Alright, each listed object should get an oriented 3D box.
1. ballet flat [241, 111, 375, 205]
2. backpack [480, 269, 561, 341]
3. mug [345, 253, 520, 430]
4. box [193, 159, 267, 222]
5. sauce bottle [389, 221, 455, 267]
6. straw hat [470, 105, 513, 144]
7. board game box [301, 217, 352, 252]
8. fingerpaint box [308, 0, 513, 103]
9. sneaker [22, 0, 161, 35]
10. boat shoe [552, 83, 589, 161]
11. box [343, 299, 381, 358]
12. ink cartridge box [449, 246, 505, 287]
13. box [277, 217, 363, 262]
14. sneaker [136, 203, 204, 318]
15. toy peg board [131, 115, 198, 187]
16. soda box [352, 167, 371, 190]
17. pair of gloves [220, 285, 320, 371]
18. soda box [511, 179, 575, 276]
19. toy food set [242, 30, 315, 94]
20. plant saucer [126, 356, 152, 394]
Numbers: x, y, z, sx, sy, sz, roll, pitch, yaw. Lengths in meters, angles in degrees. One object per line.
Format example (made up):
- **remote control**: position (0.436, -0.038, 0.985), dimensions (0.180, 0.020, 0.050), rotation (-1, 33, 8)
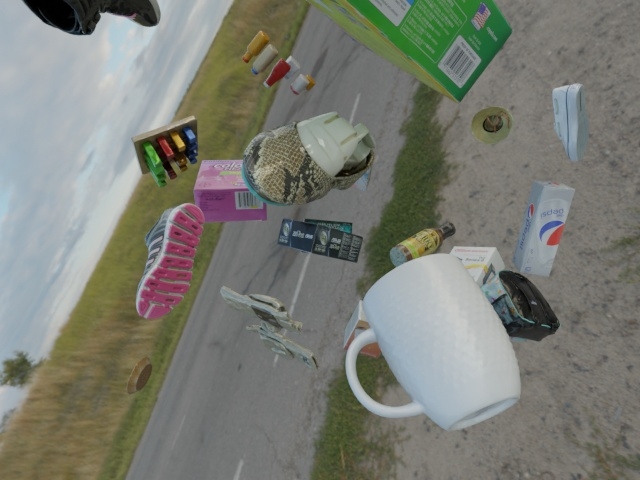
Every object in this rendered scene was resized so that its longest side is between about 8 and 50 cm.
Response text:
- **ballet flat**: position (0.017, -0.183, 0.848), dimensions (0.182, 0.163, 0.483), rotation (-31, -2, 22)
- **backpack**: position (0.529, 0.179, 1.117), dimensions (0.144, 0.166, 0.188), rotation (124, 148, -44)
- **mug**: position (0.240, 0.258, 0.935), dimensions (0.375, 0.276, 0.327), rotation (-22, 53, -3)
- **box**: position (-0.285, -0.168, 1.332), dimensions (0.243, 0.214, 0.117), rotation (-104, 14, -58)
- **sauce bottle**: position (0.462, 0.010, 1.807), dimensions (0.345, 0.111, 0.111), rotation (-28, 5, -28)
- **straw hat**: position (0.617, -0.418, 1.449), dimensions (0.144, 0.144, 0.061), rotation (-38, 5, 48)
- **board game box**: position (0.022, -0.012, 1.499), dimensions (0.026, 0.187, 0.126), rotation (-160, 74, -73)
- **fingerpaint box**: position (0.068, -0.465, 0.702), dimensions (0.163, 0.445, 0.371), rotation (-55, 50, 20)
- **sneaker**: position (-0.374, -0.390, 0.669), dimensions (0.296, 0.105, 0.146), rotation (2, -84, -80)
- **boat shoe**: position (0.709, -0.335, 1.164), dimensions (0.083, 0.226, 0.076), rotation (-34, 31, -25)
- **box**: position (0.167, 0.307, 1.400), dimensions (0.091, 0.130, 0.170), rotation (-79, 6, -52)
- **ink cartridge box**: position (0.455, 0.120, 1.281), dimensions (0.212, 0.093, 0.154), rotation (-47, 27, -27)
- **box**: position (0.000, 0.000, 1.114), dimensions (0.147, 0.180, 0.077), rotation (13, 89, 48)
- **sneaker**: position (-0.220, 0.025, 0.582), dimensions (0.075, 0.063, 0.170), rotation (18, 90, 51)
- **toy peg board**: position (-0.375, -0.215, 1.039), dimensions (0.161, 0.079, 0.161), rotation (-29, -9, -23)
- **soda box**: position (0.152, -0.246, 1.499), dimensions (0.183, 0.063, 0.058), rotation (77, -148, -75)
- **pair of gloves**: position (-0.108, 0.195, 0.932), dimensions (0.204, 0.240, 0.042), rotation (11, 50, 35)
- **soda box**: position (0.691, -0.037, 1.275), dimensions (0.098, 0.091, 0.286), rotation (-64, -19, -69)
- **toy food set**: position (-0.132, -0.531, 1.294), dimensions (0.105, 0.232, 0.111), rotation (-38, 37, 28)
- **plant saucer**: position (-0.392, 0.297, 0.893), dimensions (0.083, 0.015, 0.083), rotation (17, -90, -85)
